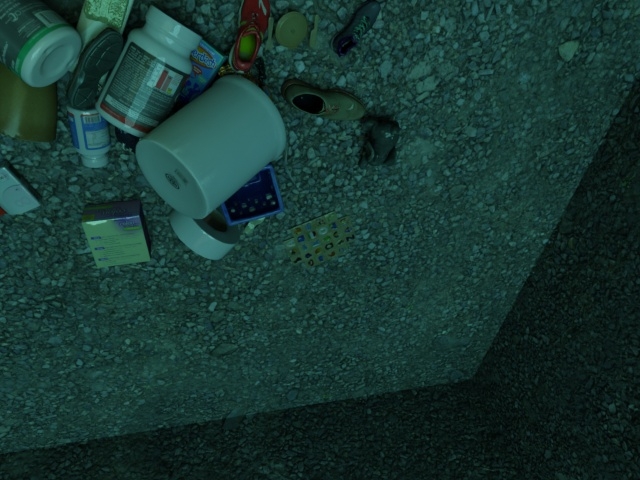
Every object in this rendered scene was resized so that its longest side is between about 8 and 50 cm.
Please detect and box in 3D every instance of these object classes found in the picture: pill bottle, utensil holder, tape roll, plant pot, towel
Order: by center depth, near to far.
[{"bbox_3d":[-0.862,-0.613,1.303,0.361,0.204,0.204,42,110,-9],"label":"pill bottle"},{"bbox_3d":[-0.592,-0.678,1.343,0.109,0.027,0.148,11,123,-26],"label":"towel"},{"bbox_3d":[-0.926,-0.470,1.490,0.237,0.237,0.255,14,109,-28],"label":"plant pot"},{"bbox_3d":[-0.530,-0.521,1.503,0.210,0.210,0.363,24,107,-34],"label":"pill bottle"},{"bbox_3d":[-0.355,-0.303,1.581,0.385,0.327,0.328,-48,142,-31],"label":"utensil holder"},{"bbox_3d":[-0.796,-0.371,1.665,0.124,0.124,0.222,-2,130,-17],"label":"pill bottle"},{"bbox_3d":[-0.292,-0.230,1.897,0.235,0.212,0.236,-15,132,-5],"label":"plant pot"},{"bbox_3d":[-0.462,-0.060,1.938,0.100,0.286,0.286,-43,129,18],"label":"tape roll"}]

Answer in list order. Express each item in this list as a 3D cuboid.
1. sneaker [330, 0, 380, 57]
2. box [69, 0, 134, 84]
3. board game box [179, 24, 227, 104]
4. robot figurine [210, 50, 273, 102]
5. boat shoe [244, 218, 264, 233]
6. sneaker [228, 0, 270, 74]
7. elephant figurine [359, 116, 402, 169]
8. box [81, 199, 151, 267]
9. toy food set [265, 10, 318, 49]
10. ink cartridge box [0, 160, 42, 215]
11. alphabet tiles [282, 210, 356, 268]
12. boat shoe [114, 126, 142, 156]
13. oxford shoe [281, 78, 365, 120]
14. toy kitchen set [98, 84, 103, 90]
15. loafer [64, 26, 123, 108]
[{"bbox_3d":[0.136,-0.735,1.689,0.083,0.098,0.223,31,114,-36],"label":"sneaker"},{"bbox_3d":[-0.662,-0.653,1.456,0.121,0.148,0.311,19,120,-30],"label":"box"},{"bbox_3d":[-0.435,-0.581,1.614,0.160,0.047,0.210,37,113,-6],"label":"board game box"},{"bbox_3d":[-0.273,-0.537,1.727,0.210,0.085,0.291,-24,133,1],"label":"robot figurine"},{"bbox_3d":[-0.291,-0.086,2.139,0.049,0.042,0.133,38,112,-17],"label":"boat shoe"},{"bbox_3d":[-0.217,-0.680,1.560,0.107,0.118,0.279,11,98,-21],"label":"sneaker"},{"bbox_3d":[0.242,-0.372,1.975,0.169,0.186,0.240,16,116,12],"label":"elephant figurine"},{"bbox_3d":[-0.821,-0.027,1.954,0.213,0.117,0.243,-8,132,-12],"label":"box"},{"bbox_3d":[-0.102,-0.720,1.645,0.191,0.039,0.133,-14,141,-25],"label":"toy food set"},{"bbox_3d":[-1.185,-0.164,1.756,0.232,0.066,0.189,-26,133,-2],"label":"ink cartridge box"},{"bbox_3d":[0.000,0.000,2.332,0.342,0.011,0.285,-22,133,0],"label":"alphabet tiles"},{"bbox_3d":[-0.648,-0.340,1.757,0.157,0.127,0.341,-3,122,-8],"label":"boat shoe"},{"bbox_3d":[0.023,-0.505,1.825,0.347,0.130,0.123,5,127,-23],"label":"oxford shoe"},{"bbox_3d":[-0.743,-0.509,1.596,0.068,0.075,0.083,-31,128,10],"label":"toy kitchen set"},{"bbox_3d":[-0.681,-0.518,1.414,0.268,0.084,0.096,-49,162,20],"label":"loafer"}]
